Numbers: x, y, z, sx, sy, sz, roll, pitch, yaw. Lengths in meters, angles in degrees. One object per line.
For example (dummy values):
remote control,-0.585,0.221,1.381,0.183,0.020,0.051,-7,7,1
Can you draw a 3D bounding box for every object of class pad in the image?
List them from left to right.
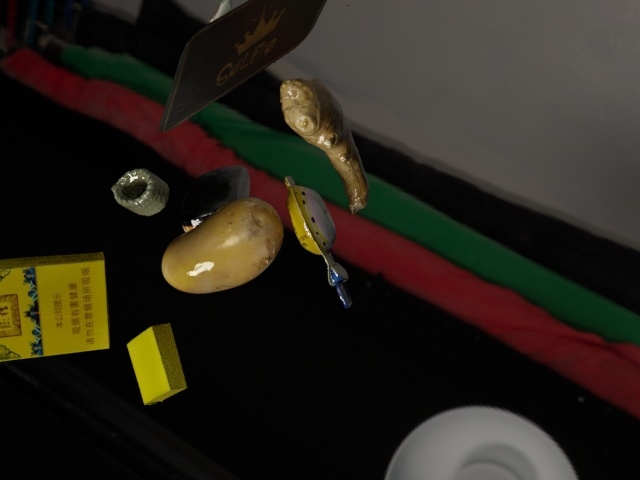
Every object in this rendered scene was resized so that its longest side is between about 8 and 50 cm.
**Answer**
pad,-0.090,-0.278,1.295,0.063,0.315,0.375,46,-123,5

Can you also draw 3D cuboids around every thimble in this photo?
thimble,-0.357,-0.095,1.634,0.110,0.084,0.062,-2,156,31

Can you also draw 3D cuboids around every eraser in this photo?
eraser,-0.294,0.223,1.483,0.045,0.097,0.122,-4,-113,-45

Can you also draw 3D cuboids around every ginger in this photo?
ginger,0.021,-0.159,1.384,0.086,0.294,0.131,-24,-139,11

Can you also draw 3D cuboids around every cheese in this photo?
cheese,0.000,0.000,1.427,0.064,0.250,0.156,-24,-178,8

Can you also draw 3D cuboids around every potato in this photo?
potato,-0.170,0.016,1.418,0.150,0.234,0.146,7,-125,-63

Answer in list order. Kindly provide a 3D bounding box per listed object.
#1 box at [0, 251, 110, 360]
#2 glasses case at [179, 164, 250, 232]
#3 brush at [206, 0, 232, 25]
box,-0.454,0.102,1.203,0.279,0.153,0.041,-5,-154,-18
glasses case,-0.212,-0.088,1.694,0.122,0.082,0.321,-13,-161,4
brush,-0.176,-0.460,1.571,0.084,0.301,0.071,23,-173,-29
